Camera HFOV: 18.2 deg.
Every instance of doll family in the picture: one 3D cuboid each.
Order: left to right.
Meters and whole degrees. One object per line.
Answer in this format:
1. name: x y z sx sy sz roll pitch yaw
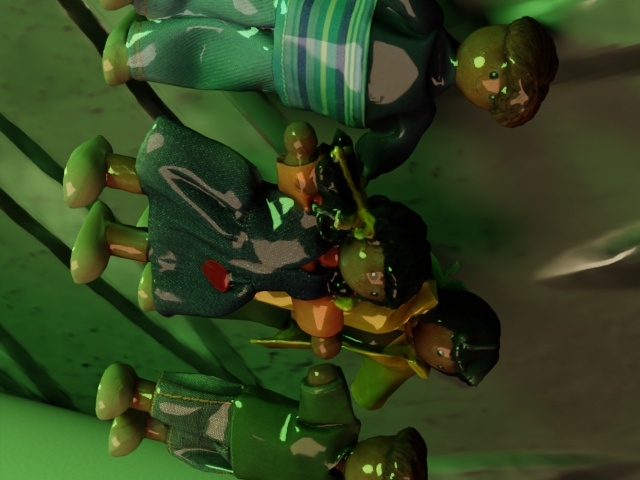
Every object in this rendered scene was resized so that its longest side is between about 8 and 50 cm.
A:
1. doll family: 0.000 0.000 0.520 0.111 0.076 0.193 13 142 16

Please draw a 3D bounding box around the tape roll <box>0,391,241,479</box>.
1. tape roll: -0.106 0.174 0.653 0.169 0.246 0.246 14 145 7
